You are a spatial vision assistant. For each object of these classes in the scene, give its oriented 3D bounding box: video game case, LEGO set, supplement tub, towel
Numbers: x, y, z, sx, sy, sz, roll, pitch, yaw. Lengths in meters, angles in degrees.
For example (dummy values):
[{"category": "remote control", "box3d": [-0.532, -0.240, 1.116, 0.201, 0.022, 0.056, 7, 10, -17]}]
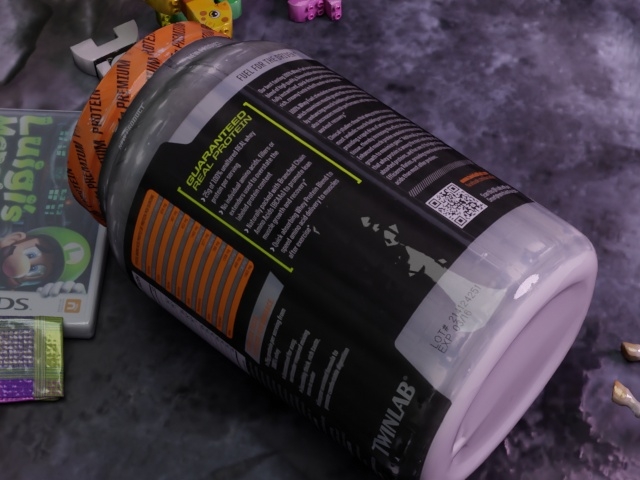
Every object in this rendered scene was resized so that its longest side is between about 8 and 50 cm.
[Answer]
[{"category": "video game case", "box3d": [-0.237, -0.018, 1.000, 0.173, 0.022, 0.190, 2, 56, 2]}, {"category": "LEGO set", "box3d": [-0.076, -0.180, 1.070, 0.227, 0.087, 0.093, -27, 59, -15]}, {"category": "supplement tub", "box3d": [0.000, 0.000, 0.882, 0.316, 0.194, 0.193, 36, 63, 22]}, {"category": "towel", "box3d": [-0.214, 0.080, 0.929, 0.083, 0.009, 0.060, -3, 79, 0]}]

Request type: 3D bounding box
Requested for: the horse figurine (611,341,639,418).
[{"category": "horse figurine", "box3d": [0.263, 0.151, 0.854, 0.174, 0.066, 0.263, 8, 54, 13]}]
